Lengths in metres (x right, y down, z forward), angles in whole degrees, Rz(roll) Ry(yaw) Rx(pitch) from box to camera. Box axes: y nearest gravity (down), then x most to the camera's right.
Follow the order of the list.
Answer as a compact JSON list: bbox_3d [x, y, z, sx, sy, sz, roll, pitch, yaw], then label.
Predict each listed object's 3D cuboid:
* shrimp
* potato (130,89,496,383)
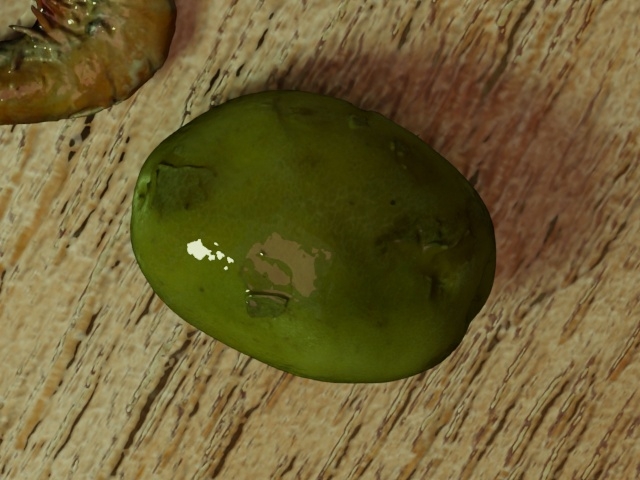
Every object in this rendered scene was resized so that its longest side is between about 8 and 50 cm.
[{"bbox_3d":[-0.186,-0.137,1.203,0.187,0.051,0.132,-20,106,-9],"label":"shrimp"},{"bbox_3d":[0.000,0.000,1.245,0.253,0.148,0.186,7,117,-15],"label":"potato"}]
